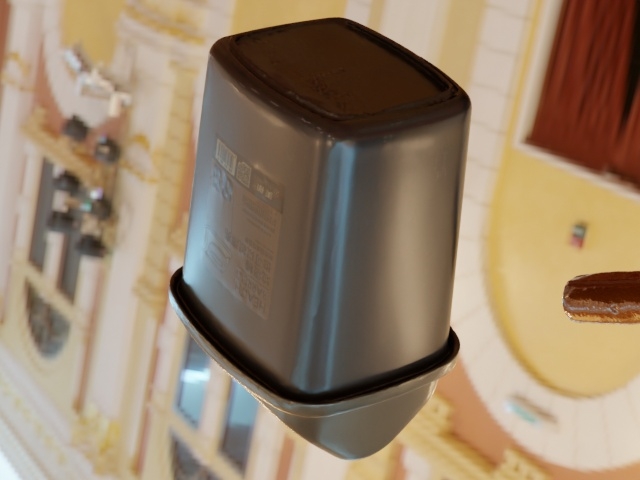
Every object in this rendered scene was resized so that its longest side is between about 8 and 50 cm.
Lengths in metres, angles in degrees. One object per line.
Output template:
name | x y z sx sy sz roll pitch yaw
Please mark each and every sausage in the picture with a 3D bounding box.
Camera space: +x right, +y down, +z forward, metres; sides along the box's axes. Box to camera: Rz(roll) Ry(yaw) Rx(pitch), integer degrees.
sausage | 0.243 0.044 1.148 0.041 0.039 0.131 -19 -172 -35

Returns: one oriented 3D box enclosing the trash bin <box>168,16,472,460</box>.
trash bin | 0.000 0.000 1.094 0.182 0.290 0.209 -14 -143 -31
